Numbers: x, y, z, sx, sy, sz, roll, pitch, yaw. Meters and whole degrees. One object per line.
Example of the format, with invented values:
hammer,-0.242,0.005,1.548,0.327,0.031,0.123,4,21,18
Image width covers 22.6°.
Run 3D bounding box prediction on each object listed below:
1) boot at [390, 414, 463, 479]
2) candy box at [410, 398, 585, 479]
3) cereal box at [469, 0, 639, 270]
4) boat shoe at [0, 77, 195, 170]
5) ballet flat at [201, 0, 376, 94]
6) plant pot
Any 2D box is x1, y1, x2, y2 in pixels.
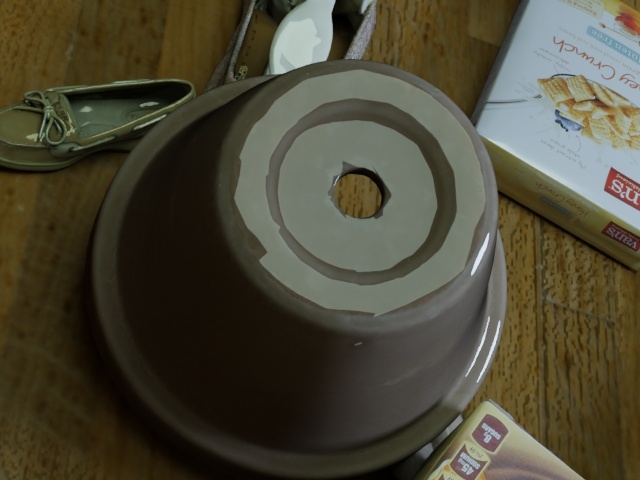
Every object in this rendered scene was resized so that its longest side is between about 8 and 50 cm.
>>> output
boot,0.088,0.135,1.053,0.087,0.042,0.118,39,49,-4
candy box,0.070,0.263,0.890,0.183,0.087,0.316,39,54,4
cereal box,0.219,-0.107,1.294,0.173,0.047,0.240,29,48,-5
boat shoe,-0.157,-0.084,1.079,0.153,0.048,0.056,-6,59,-31
ballet flat,-0.008,-0.160,1.176,0.108,0.106,0.316,24,48,-9
plant pot,0.000,0.000,0.921,0.263,0.229,0.263,3,74,-9
